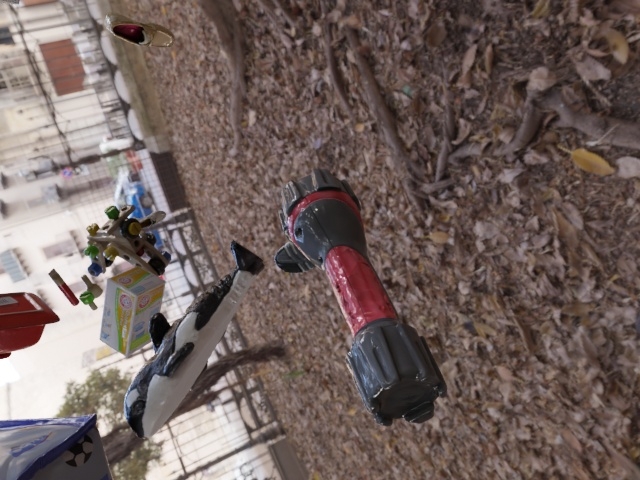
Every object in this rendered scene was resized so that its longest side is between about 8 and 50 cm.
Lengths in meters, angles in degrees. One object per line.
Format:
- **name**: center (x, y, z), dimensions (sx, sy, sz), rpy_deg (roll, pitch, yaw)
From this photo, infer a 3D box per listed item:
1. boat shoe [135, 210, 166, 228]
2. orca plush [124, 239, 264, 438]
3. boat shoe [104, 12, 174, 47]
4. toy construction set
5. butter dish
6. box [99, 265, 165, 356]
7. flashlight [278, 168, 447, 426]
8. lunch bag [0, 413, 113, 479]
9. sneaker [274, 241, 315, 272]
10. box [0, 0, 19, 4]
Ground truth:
- **boat shoe**: center (-0.479, -0.056, 1.413), dimensions (0.035, 0.100, 0.035), rpy_deg (28, 129, 42)
- **orca plush**: center (-0.198, 0.122, 0.703), dimensions (0.102, 0.287, 0.151), rpy_deg (29, 178, 8)
- **boat shoe**: center (-0.440, -0.506, 1.233), dimensions (0.063, 0.170, 0.059), rpy_deg (-59, 47, 34)
- **toy construction set**: center (-0.607, 0.022, 1.397), dimensions (0.258, 0.309, 0.237), rpy_deg (29, 148, 37)
- **butter dish**: center (-0.620, 0.176, 0.976), dimensions (0.160, 0.160, 0.118), rpy_deg (23, 106, 38)
- **box**: center (-0.506, 0.188, 1.344), dimensions (0.103, 0.114, 0.203), rpy_deg (25, 114, 17)
- **flashlight**: center (0.032, 0.042, 0.545), dimensions (0.304, 0.103, 0.103), rpy_deg (-113, 31, -47)
- **lunch bag**: center (-0.466, 0.433, 0.693), dimensions (0.239, 0.386, 0.327), rpy_deg (-37, -67, -70)
- **sneaker**: center (0.000, 0.000, 1.240), dimensions (0.086, 0.229, 0.132), rpy_deg (61, -162, -14)
- **box**: center (-0.701, -0.573, 0.962), dimensions (0.181, 0.182, 0.119), rpy_deg (55, 130, 17)
